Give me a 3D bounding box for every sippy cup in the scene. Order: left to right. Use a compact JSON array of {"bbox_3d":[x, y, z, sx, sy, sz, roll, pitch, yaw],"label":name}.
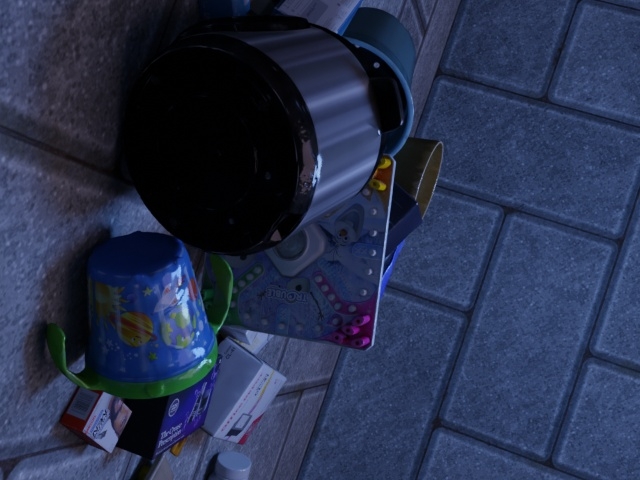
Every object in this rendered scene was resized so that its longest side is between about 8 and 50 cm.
[{"bbox_3d":[-0.301,0.114,1.452,0.305,0.240,0.224,-65,156,-59],"label":"sippy cup"}]

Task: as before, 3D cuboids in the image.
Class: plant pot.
[{"bbox_3d":[0.082,-0.396,2.068,0.334,0.341,0.341,-67,168,-53],"label":"plant pot"},{"bbox_3d":[0.164,-0.181,2.216,0.237,0.254,0.237,20,90,-74],"label":"plant pot"}]

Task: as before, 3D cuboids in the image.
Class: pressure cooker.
[{"bbox_3d":[-0.089,-0.193,1.481,0.420,0.370,0.375,-31,155,-56],"label":"pressure cooker"}]

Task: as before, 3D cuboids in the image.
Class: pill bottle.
[{"bbox_3d":[-0.276,0.744,2.487,0.131,0.131,0.229,-30,137,-69],"label":"pill bottle"}]

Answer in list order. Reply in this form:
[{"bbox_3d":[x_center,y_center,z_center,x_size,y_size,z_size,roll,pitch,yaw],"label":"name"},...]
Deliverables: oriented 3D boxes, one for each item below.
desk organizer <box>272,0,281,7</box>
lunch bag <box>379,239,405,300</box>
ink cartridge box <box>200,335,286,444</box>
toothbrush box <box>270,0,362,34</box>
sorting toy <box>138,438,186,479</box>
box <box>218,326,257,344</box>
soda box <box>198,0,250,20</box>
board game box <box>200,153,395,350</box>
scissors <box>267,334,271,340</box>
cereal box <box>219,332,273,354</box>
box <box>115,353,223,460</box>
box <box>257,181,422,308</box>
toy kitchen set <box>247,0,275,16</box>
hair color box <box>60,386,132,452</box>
[{"bbox_3d":[-0.084,-0.531,1.770,0.130,0.047,0.050,62,46,-71],"label":"desk organizer"},{"bbox_3d":[0.000,0.000,2.069,0.239,0.386,0.327,79,31,-62],"label":"lunch bag"},{"bbox_3d":[-0.221,0.394,2.180,0.226,0.131,0.306,-55,165,-8],"label":"ink cartridge box"},{"bbox_3d":[-0.050,-0.388,1.722,0.216,0.126,0.295,-59,-176,-39],"label":"toothbrush box"},{"bbox_3d":[-0.410,0.592,1.974,0.196,0.047,0.347,95,19,-55],"label":"sorting toy"},{"bbox_3d":[-0.203,0.191,2.124,0.087,0.102,0.101,81,31,-65],"label":"box"},{"bbox_3d":[-0.171,-0.477,1.459,0.210,0.071,0.067,91,23,-50],"label":"soda box"},{"bbox_3d":[-0.063,0.002,1.705,0.050,0.390,0.389,2,95,-69],"label":"board game box"},{"bbox_3d":[-0.097,0.162,2.239,0.109,0.021,0.297,84,14,-54],"label":"scissors"},{"bbox_3d":[-0.173,0.230,2.288,0.173,0.047,0.240,-46,162,-9],"label":"cereal box"},{"bbox_3d":[-0.328,0.344,1.857,0.261,0.103,0.184,-17,122,-73],"label":"box"},{"bbox_3d":[-0.009,-0.063,1.845,0.312,0.343,0.179,-46,164,-3],"label":"box"},{"bbox_3d":[-0.103,-0.546,1.615,0.207,0.122,0.166,-51,166,2],"label":"toy kitchen set"},{"bbox_3d":[-0.418,0.331,1.591,0.167,0.053,0.093,81,29,-63],"label":"hair color box"}]
